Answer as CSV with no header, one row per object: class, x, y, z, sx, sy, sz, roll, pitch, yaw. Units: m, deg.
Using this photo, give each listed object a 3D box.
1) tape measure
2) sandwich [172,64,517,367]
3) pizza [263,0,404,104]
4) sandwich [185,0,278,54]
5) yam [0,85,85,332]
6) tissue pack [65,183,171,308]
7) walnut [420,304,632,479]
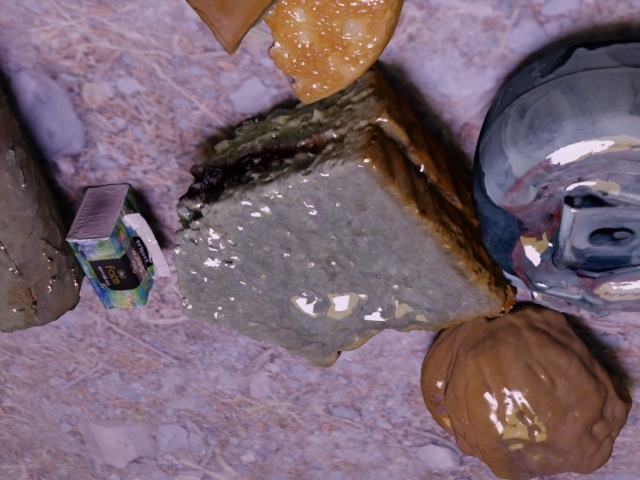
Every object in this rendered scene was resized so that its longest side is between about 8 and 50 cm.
tape measure,0.274,-0.049,1.119,0.275,0.147,0.256,4,137,7
sandwich,0.000,0.000,1.250,0.325,0.131,0.262,-20,130,32
pizza,0.013,-0.215,1.066,0.127,0.058,0.246,4,138,10
sandwich,-0.113,-0.282,0.990,0.245,0.063,0.212,49,144,-2
yam,-0.354,-0.050,1.259,0.168,0.168,0.304,-3,136,16
tissue pack,-0.209,0.006,1.342,0.079,0.085,0.111,-4,135,16
walnut,0.230,0.180,1.386,0.238,0.141,0.204,10,133,-1
